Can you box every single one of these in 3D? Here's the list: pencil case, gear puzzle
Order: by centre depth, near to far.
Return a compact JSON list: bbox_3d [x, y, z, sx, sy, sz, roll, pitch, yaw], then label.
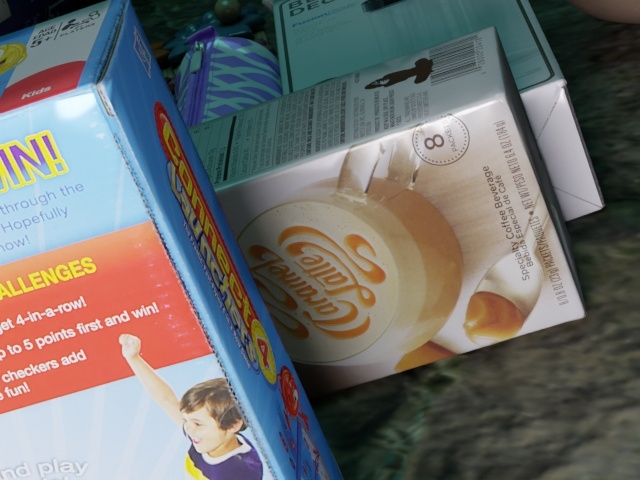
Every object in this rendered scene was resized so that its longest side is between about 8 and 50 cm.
[{"bbox_3d":[-0.065,-0.069,1.217,0.086,0.088,0.206,-20,27,10],"label":"pencil case"},{"bbox_3d":[-0.200,-0.107,1.444,0.339,0.044,0.175,-22,26,2],"label":"gear puzzle"}]

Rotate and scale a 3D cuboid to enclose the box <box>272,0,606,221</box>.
[{"bbox_3d":[0.063,-0.091,1.158,0.169,0.087,0.290,-19,26,7],"label":"box"}]

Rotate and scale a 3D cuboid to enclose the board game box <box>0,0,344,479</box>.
[{"bbox_3d":[-0.161,0.093,0.744,0.308,0.302,0.086,-16,27,12],"label":"board game box"}]

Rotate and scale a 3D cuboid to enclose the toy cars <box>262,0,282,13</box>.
[{"bbox_3d":[0.042,-0.313,1.387,0.176,0.393,0.087,3,-5,-13],"label":"toy cars"}]

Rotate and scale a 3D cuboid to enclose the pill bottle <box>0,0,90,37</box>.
[{"bbox_3d":[-0.277,-0.266,1.681,0.153,0.153,0.265,8,40,46],"label":"pill bottle"}]

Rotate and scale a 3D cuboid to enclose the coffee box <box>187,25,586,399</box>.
[{"bbox_3d":[0.000,0.000,0.979,0.246,0.141,0.098,-18,27,11],"label":"coffee box"}]

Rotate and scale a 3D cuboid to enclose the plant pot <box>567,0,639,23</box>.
[{"bbox_3d":[0.249,-0.233,1.145,0.263,0.263,0.229,-38,11,-28],"label":"plant pot"}]
